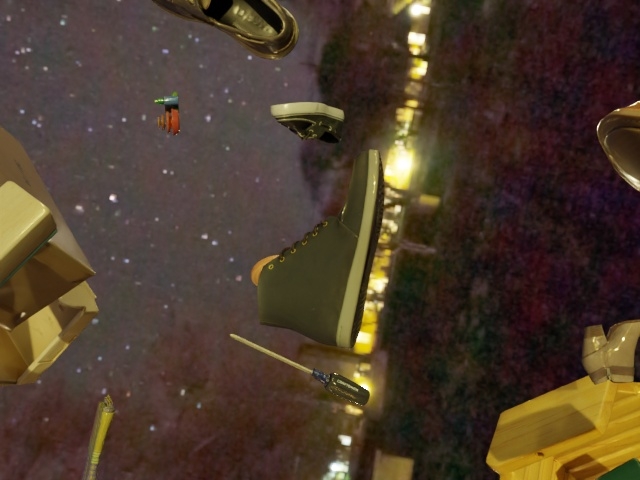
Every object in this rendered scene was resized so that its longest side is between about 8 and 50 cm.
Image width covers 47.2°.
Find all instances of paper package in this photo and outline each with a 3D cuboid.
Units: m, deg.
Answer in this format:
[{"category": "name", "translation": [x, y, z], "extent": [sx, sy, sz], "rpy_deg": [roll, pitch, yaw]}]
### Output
[{"category": "paper package", "translation": [-0.534, -0.062, 1.105], "extent": [0.325, 0.168, 0.309], "rpy_deg": [54, 176, 21]}]

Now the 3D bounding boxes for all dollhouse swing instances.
[{"category": "dollhouse swing", "translation": [0.480, 0.472, 1.235], "extent": [0.315, 0.347, 0.305], "rpy_deg": [-33, 22, 28]}]

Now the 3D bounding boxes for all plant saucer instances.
[{"category": "plant saucer", "translation": [-0.085, 0.060, 1.335], "extent": [0.083, 0.083, 0.013], "rpy_deg": [95, 159, -46]}]

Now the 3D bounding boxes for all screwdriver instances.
[{"category": "screwdriver", "translation": [-0.020, 0.134, 0.788], "extent": [0.025, 0.170, 0.024], "rpy_deg": [-59, 12, -5]}]

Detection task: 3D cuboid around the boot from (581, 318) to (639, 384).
[{"category": "boot", "translation": [0.435, 0.161, 1.052], "extent": [0.042, 0.118, 0.087], "rpy_deg": [48, -148, -72]}]

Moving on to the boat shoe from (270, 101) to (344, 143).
[{"category": "boat shoe", "translation": [-0.010, -0.137, 0.856], "extent": [0.142, 0.049, 0.040], "rpy_deg": [-7, -85, -61]}]

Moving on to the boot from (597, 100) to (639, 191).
[{"category": "boot", "translation": [0.388, -0.146, 0.644], "extent": [0.220, 0.109, 0.283], "rpy_deg": [-37, -6, -8]}]

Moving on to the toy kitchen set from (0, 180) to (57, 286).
[{"category": "toy kitchen set", "translation": [-0.370, -0.011, 0.727], "extent": [0.122, 0.207, 0.166], "rpy_deg": [-50, -10, -23]}]

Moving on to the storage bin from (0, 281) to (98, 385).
[{"category": "storage bin", "translation": [-0.657, 0.141, 1.605], "extent": [0.262, 0.260, 0.123], "rpy_deg": [-45, -20, 15]}]

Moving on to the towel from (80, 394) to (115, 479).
[{"category": "towel", "translation": [-0.155, 0.150, 0.502], "extent": [0.060, 0.009, 0.083], "rpy_deg": [167, 115, -69]}]

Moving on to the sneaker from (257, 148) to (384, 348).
[{"category": "sneaker", "translation": [0.000, 0.000, 0.809], "extent": [0.083, 0.118, 0.222], "rpy_deg": [33, -111, -77]}]

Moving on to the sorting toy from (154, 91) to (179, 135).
[{"category": "sorting toy", "translation": [-0.280, -0.236, 1.335], "extent": [0.102, 0.042, 0.061], "rpy_deg": [-103, 14, -46]}]

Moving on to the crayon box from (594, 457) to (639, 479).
[{"category": "crayon box", "translation": [0.546, 0.504, 1.074], "extent": [0.081, 0.202, 0.318], "rpy_deg": [-38, 34, 19]}]

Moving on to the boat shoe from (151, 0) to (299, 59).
[{"category": "boat shoe", "translation": [-0.200, -0.466, 1.367], "extent": [0.130, 0.355, 0.132], "rpy_deg": [-155, 89, -87]}]
